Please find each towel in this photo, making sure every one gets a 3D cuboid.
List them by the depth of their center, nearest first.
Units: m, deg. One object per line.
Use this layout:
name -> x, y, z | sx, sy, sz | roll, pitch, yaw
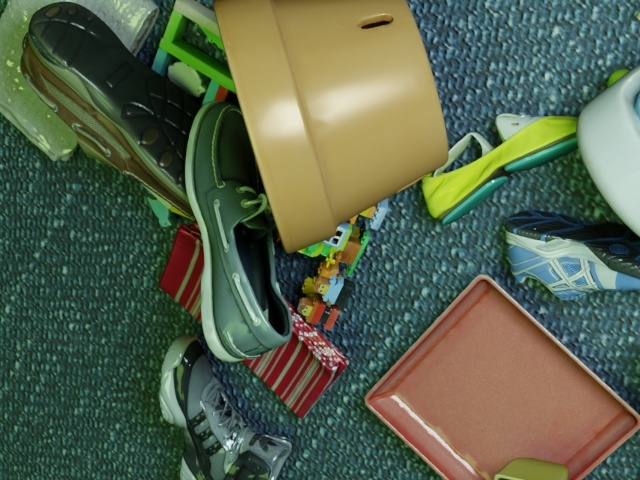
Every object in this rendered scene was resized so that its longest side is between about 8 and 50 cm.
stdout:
towel -> -0.096, 0.106, 1.701 | 0.275, 0.031, 0.199 | 43, 149, 6
towel -> -0.344, -0.252, 1.723 | 0.187, 0.049, 0.282 | 40, 121, 7

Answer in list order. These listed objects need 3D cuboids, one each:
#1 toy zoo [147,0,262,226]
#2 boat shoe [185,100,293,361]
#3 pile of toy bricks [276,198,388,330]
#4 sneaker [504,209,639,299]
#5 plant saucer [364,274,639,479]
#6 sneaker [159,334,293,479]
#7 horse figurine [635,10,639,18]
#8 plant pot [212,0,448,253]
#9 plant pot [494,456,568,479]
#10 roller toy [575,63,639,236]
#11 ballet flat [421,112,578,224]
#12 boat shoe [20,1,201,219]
toy zoo -> -0.149, -0.138, 1.679 | 0.192, 0.030, 0.293 | 32, 120, 13
boat shoe -> -0.086, -0.018, 1.564 | 0.099, 0.116, 0.320 | -13, 77, 39
pile of toy bricks -> 0.000, 0.000, 1.596 | 0.105, 0.118, 0.212 | 20, 119, -8
sneaker -> 0.310, 0.027, 1.493 | 0.211, 0.080, 0.081 | 17, 123, 31
plant saucer -> 0.223, 0.201, 1.614 | 0.259, 0.047, 0.258 | 43, 122, 5
sneaker -> -0.121, 0.252, 1.779 | 0.153, 0.101, 0.269 | 3, 116, 25
horse figurine -> 0.361, -0.314, 1.336 | 0.263, 0.066, 0.174 | 49, 126, 9
plant pot -> 0.017, -0.153, 1.450 | 0.203, 0.291, 0.291 | -17, 103, 0
plant pot -> 0.257, 0.301, 1.559 | 0.081, 0.083, 0.082 | 8, 114, 24
roller toy -> 0.373, -0.094, 1.339 | 0.146, 0.191, 0.209 | -38, 90, 32
ballet flat -> 0.205, -0.099, 1.496 | 0.231, 0.077, 0.077 | -32, 76, 34
boat shoe -> -0.246, -0.152, 1.640 | 0.324, 0.122, 0.120 | 47, 137, -2
